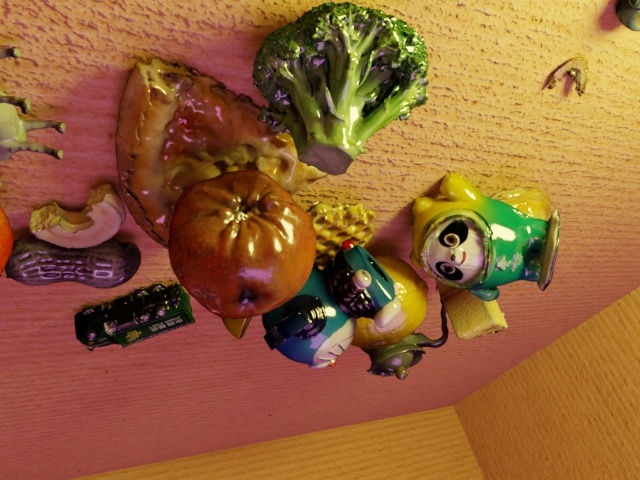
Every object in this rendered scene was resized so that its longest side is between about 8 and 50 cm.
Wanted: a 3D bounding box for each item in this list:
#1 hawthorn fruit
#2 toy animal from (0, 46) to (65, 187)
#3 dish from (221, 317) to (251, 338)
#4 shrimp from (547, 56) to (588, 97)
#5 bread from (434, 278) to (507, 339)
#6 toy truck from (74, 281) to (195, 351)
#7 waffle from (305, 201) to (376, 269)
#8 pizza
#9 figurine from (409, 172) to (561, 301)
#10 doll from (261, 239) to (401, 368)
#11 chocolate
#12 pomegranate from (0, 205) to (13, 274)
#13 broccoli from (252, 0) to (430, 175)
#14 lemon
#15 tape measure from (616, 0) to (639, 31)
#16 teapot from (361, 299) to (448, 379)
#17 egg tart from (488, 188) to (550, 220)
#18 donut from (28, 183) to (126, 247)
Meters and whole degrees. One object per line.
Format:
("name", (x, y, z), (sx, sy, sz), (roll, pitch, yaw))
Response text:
("hawthorn fruit", (-0.136, 0.008, 0.889), (0.258, 0.259, 0.262), (-8, 174, -19))
("toy animal", (-0.468, -0.168, 0.738), (0.175, 0.074, 0.217), (-2, 143, -1))
("dish", (-0.215, 0.178, 1.368), (0.080, 0.149, 0.208), (25, 148, 0))
("shrimp", (0.510, -0.326, 1.070), (0.083, 0.023, 0.114), (-26, 143, 15))
("bread", (0.438, 0.147, 1.530), (0.178, 0.266, 0.142), (-16, 152, -4))
("toy truck", (-0.454, 0.187, 1.272), (0.258, 0.088, 0.121), (-18, 149, -4))
("waffle", (0.001, 0.002, 1.205), (0.290, 0.051, 0.291), (-12, 149, -8))
("pizza", (-0.216, -0.106, 0.960), (0.434, 0.080, 0.392), (17, 133, -42))
("figurine", (0.388, 0.002, 1.272), (0.339, 0.231, 0.324), (10, 117, 16))
("doll", (0.008, 0.153, 1.192), (0.310, 0.240, 0.284), (-38, 172, 11))
("chocolate", (-0.481, 0.042, 1.018), (0.247, 0.110, 0.110), (3, 142, -24))
("pomegranate", (-0.590, -0.007, 0.786), (0.210, 0.210, 0.235), (-16, 149, -6))
("broccoli", (0.031, -0.227, 0.778), (0.269, 0.242, 0.261), (16, 159, -15))
("lemon", (0.152, 0.166, 1.416), (0.260, 0.261, 0.284), (18, 125, -45))
("tape measure", (0.610, -0.390, 0.894), (0.104, 0.180, 0.107), (-41, 145, 4))
("teapot", (0.241, 0.291, 1.621), (0.305, 0.285, 0.223), (-6, 146, -20))
("egg tart", (0.523, -0.033, 1.449), (0.288, 0.119, 0.288), (-10, 145, -7))
("donut", (-0.430, -0.042, 0.952), (0.165, 0.065, 0.108), (-23, 149, 4))
